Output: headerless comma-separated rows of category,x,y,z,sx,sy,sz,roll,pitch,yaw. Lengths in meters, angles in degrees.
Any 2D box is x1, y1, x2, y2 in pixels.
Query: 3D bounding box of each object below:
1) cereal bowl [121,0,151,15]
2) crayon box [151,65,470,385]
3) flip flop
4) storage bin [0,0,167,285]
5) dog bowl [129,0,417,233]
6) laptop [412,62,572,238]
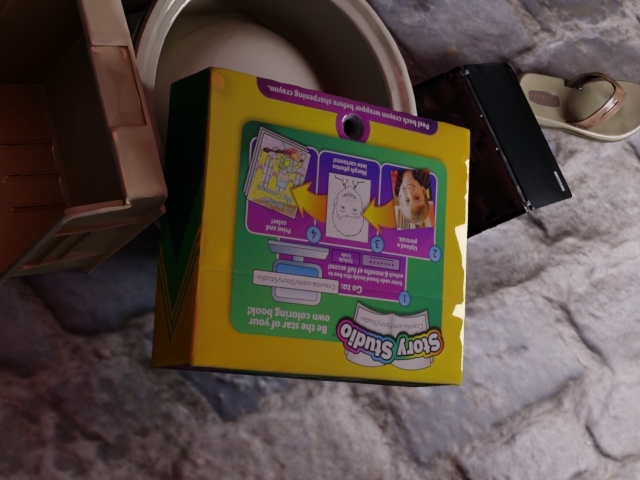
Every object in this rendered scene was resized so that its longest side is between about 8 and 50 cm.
cereal bowl,-0.303,-0.423,1.388,0.339,0.141,0.339,13,65,-30
crayon box,0.000,0.000,1.257,0.363,0.106,0.313,9,80,-33
flip flop,0.426,-0.227,1.777,0.277,0.080,0.112,5,68,-27
storage bin,-0.291,-0.113,1.217,0.123,0.260,0.262,-6,75,-36
dog bowl,-0.081,-0.146,1.374,0.408,0.150,0.408,5,81,-35
laptop,0.217,-0.125,1.639,0.264,0.136,0.234,-24,83,-1
